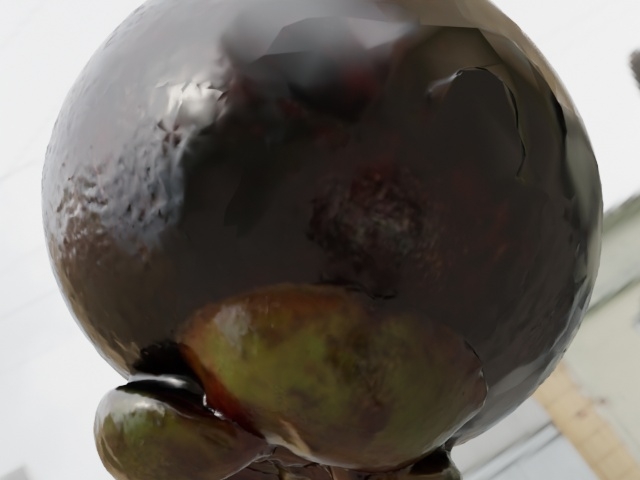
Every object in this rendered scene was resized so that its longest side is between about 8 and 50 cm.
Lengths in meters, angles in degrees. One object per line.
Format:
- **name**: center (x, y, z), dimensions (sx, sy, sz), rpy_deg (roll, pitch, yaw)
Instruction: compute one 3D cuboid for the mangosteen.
- **mangosteen**: center (0.000, 0.000, 0.542), dimensions (0.209, 0.210, 0.210), rpy_deg (-21, -39, -18)
